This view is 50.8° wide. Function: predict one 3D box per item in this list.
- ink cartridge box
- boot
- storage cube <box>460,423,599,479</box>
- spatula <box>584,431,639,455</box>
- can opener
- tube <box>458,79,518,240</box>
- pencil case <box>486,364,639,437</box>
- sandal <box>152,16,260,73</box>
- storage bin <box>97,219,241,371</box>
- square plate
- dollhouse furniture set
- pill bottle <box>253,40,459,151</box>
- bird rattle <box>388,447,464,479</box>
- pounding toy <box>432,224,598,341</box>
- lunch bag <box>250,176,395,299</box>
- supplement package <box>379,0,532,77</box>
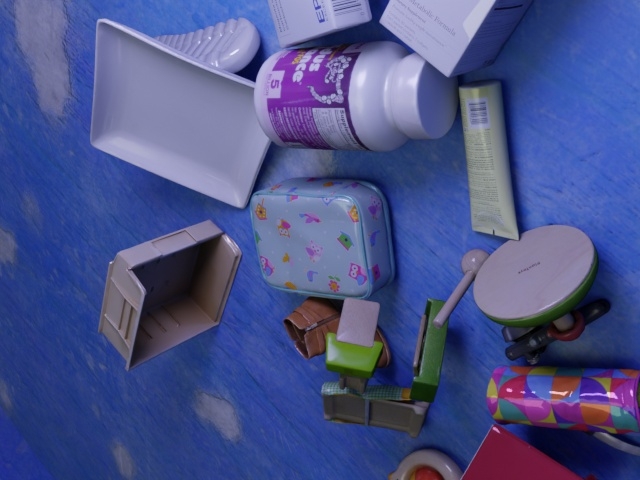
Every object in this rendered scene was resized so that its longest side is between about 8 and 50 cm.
[{"bbox_3d":[-0.056,-0.463,1.012,0.330,0.072,0.323,19,128,65],"label":"ink cartridge box"},{"bbox_3d":[0.030,0.191,1.277,0.197,0.152,0.073,47,133,15],"label":"boot"},{"bbox_3d":[0.321,0.428,1.058,0.193,0.184,0.214,30,84,29],"label":"storage cube"},{"bbox_3d":[0.451,0.305,1.047,0.297,0.030,0.084,32,126,27],"label":"spatula"},{"bbox_3d":[0.357,0.137,1.034,0.186,0.059,0.073,-36,83,44],"label":"can opener"},{"bbox_3d":[0.252,-0.119,1.018,0.062,0.070,0.240,-8,109,9],"label":"tube"},{"bbox_3d":[0.373,0.241,1.026,0.237,0.104,0.104,-5,105,38],"label":"pencil case"},{"bbox_3d":[-0.273,-0.328,1.340,0.417,0.169,0.102,2,150,40],"label":"sandal"},{"bbox_3d":[-0.330,0.111,1.481,0.123,0.262,0.260,42,131,23],"label":"storage bin"},{"bbox_3d":[-0.262,-0.232,1.286,0.348,0.049,0.344,23,144,-6],"label":"square plate"},{"bbox_3d":[0.112,0.228,1.223,0.198,0.151,0.301,10,147,8],"label":"dollhouse furniture set"},{"bbox_3d":[0.054,-0.225,1.059,0.302,0.169,0.169,8,113,38],"label":"pill bottle"},{"bbox_3d":[0.221,0.497,1.274,0.253,0.143,0.206,-52,57,39],"label":"bird rattle"},{"bbox_3d":[0.311,0.083,1.000,0.237,0.182,0.110,-14,125,44],"label":"pounding toy"},{"bbox_3d":[0.000,0.000,1.251,0.279,0.108,0.223,5,115,40],"label":"lunch bag"},{"bbox_3d":[0.212,-0.361,0.885,0.139,0.134,0.244,44,131,17],"label":"supplement package"}]
